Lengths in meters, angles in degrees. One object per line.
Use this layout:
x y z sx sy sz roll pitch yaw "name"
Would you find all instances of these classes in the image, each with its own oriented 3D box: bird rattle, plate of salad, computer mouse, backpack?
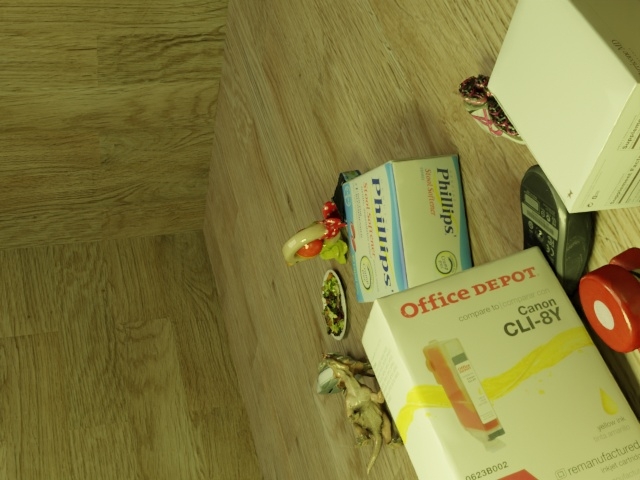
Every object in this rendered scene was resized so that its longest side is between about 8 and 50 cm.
0.000 0.000 2.190 0.143 0.207 0.253 62 168 9 "bird rattle"
0.029 0.181 2.378 0.200 0.048 0.199 174 90 -72 "plate of salad"
0.356 -0.001 1.282 0.188 0.072 0.272 -122 19 -51 "computer mouse"
0.081 -0.112 2.057 0.114 0.084 0.105 97 159 -48 "backpack"

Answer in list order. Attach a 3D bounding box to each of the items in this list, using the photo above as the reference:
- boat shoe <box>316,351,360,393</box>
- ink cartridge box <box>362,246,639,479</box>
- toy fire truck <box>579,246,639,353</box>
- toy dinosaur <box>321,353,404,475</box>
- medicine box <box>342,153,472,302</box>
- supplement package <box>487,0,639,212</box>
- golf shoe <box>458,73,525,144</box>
0.034 0.354 2.326 0.302 0.109 0.094 122 141 -67 "boat shoe"
0.258 0.234 1.206 0.160 0.279 0.384 100 150 -60 "ink cartridge box"
0.436 0.134 0.946 0.302 0.169 0.253 -139 27 -66 "toy fire truck"
0.111 0.413 2.094 0.200 0.127 0.295 -144 37 -76 "toy dinosaur"
0.170 -0.015 1.710 0.289 0.149 0.263 160 104 -73 "medicine box"
0.354 -0.201 1.082 0.204 0.145 0.261 103 154 -46 "supplement package"
0.302 -0.204 1.401 0.086 0.067 0.186 57 179 -42 "golf shoe"
